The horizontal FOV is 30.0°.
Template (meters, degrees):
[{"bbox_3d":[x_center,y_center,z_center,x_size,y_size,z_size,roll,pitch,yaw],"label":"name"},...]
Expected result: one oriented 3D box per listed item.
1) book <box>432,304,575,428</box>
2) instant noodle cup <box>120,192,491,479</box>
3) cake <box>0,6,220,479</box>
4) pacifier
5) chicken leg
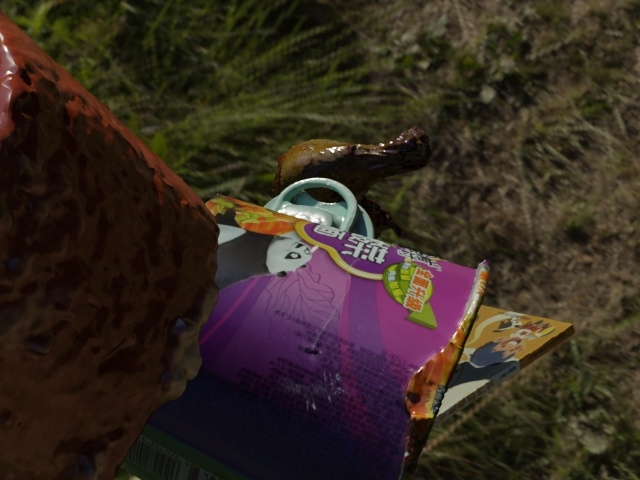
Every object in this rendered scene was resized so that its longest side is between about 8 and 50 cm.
[{"bbox_3d":[0.134,0.164,1.427,0.295,0.020,0.208,-30,16,-21],"label":"book"},{"bbox_3d":[-0.021,0.094,0.792,0.190,0.251,0.251,23,85,6],"label":"instant noodle cup"},{"bbox_3d":[-0.161,-0.005,0.506,0.177,0.151,0.283,-45,40,-1],"label":"cake"},{"bbox_3d":[0.000,0.000,1.314,0.150,0.116,0.126,6,76,27],"label":"pacifier"},{"bbox_3d":[0.027,-0.053,1.479,0.322,0.178,0.083,106,177,-60],"label":"chicken leg"}]
